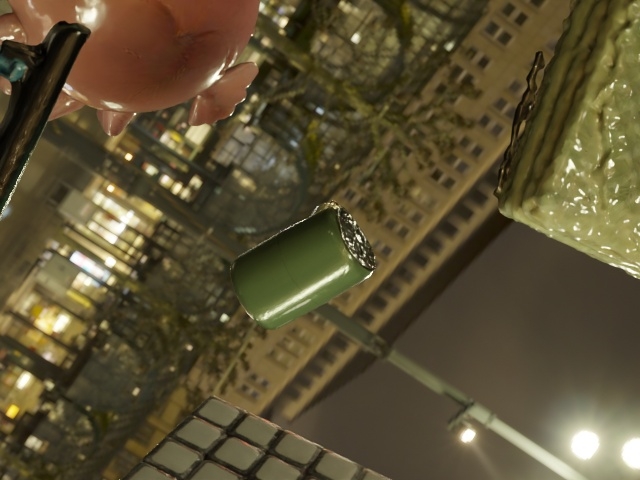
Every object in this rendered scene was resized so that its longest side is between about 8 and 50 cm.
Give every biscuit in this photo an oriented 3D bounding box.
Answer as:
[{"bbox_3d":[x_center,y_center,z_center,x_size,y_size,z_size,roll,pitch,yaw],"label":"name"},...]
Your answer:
[{"bbox_3d":[0.174,-0.100,0.382,0.052,0.150,0.252,16,-97,65],"label":"biscuit"}]

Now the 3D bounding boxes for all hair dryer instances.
[{"bbox_3d":[0.000,0.000,0.580,0.071,0.047,0.150,-28,-170,17],"label":"hair dryer"}]

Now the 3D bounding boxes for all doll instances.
[{"bbox_3d":[-0.113,-0.150,0.633,0.211,0.093,0.262,-37,153,8],"label":"doll"}]

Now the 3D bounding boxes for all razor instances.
[{"bbox_3d":[-0.191,-0.107,0.341,0.082,0.253,0.042,-57,162,19],"label":"razor"}]

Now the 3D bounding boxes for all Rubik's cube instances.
[{"bbox_3d":[-0.080,0.329,0.908,0.238,0.237,0.237,-44,152,-59],"label":"Rubik's cube"}]
